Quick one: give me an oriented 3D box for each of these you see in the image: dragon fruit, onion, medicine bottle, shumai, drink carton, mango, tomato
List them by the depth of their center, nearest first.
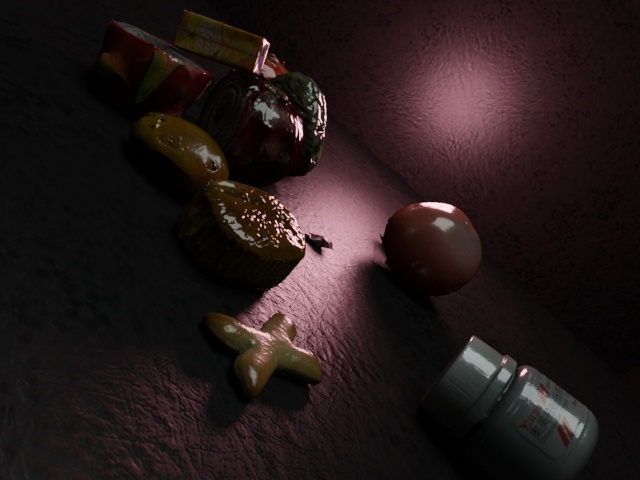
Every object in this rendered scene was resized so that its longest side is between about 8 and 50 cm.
[{"bbox_3d":[0.393,0.376,1.175,0.306,0.245,0.245,37,17,16],"label":"medicine bottle"},{"bbox_3d":[-0.310,-0.188,1.216,0.249,0.151,0.156,38,-13,6],"label":"mango"},{"bbox_3d":[-0.440,-0.418,1.393,0.291,0.189,0.290,32,14,-9],"label":"dragon fruit"},{"bbox_3d":[-0.255,-0.508,1.415,0.223,0.096,0.071,20,10,3],"label":"drink carton"},{"bbox_3d":[-0.172,-0.269,1.443,0.260,0.281,0.336,28,12,-36],"label":"onion"},{"bbox_3d":[-0.065,-0.381,1.813,0.292,0.329,0.289,24,20,29],"label":"shumai"},{"bbox_3d":[0.381,0.012,1.847,0.341,0.273,0.341,34,42,-38],"label":"tomato"},{"bbox_3d":[-0.201,-0.535,2.024,0.291,0.250,0.269,42,16,-55],"label":"dragon fruit"}]

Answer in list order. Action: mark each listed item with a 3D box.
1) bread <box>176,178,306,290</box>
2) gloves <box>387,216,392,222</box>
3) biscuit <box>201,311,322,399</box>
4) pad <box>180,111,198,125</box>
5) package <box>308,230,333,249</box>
[{"bbox_3d":[-0.157,-0.017,1.117,0.254,0.142,0.227,23,34,-49],"label":"bread"},{"bbox_3d":[0.347,0.027,2.060,0.285,0.119,0.142,57,19,-1],"label":"gloves"},{"bbox_3d":[-0.092,0.186,0.941,0.164,0.047,0.208,51,21,27],"label":"biscuit"},{"bbox_3d":[-0.330,-0.292,1.582,0.246,0.006,0.170,39,19,-8],"label":"pad"},{"bbox_3d":[0.000,0.000,1.559,0.083,0.029,0.059,28,18,-14],"label":"package"}]
